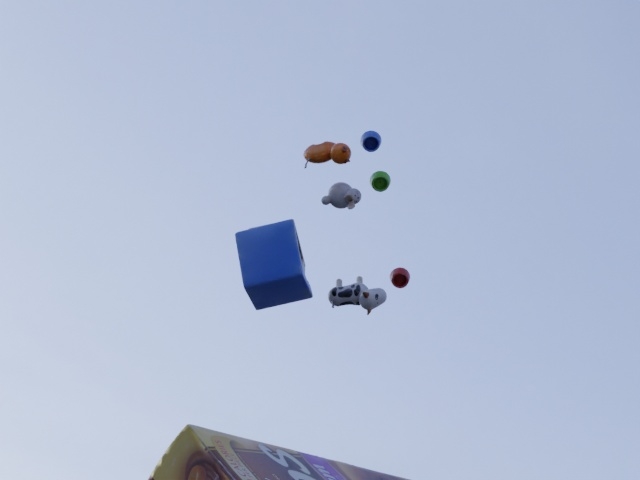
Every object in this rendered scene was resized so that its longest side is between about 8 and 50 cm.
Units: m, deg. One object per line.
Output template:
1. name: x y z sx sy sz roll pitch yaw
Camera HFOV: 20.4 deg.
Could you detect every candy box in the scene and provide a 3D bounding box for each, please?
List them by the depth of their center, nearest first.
1. candy box: 0.009 0.157 0.883 0.186 0.053 0.109 20 19 -48

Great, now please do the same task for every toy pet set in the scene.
1. toy pet set: 0.000 0.000 1.249 0.114 0.065 0.122 -13 -70 5
